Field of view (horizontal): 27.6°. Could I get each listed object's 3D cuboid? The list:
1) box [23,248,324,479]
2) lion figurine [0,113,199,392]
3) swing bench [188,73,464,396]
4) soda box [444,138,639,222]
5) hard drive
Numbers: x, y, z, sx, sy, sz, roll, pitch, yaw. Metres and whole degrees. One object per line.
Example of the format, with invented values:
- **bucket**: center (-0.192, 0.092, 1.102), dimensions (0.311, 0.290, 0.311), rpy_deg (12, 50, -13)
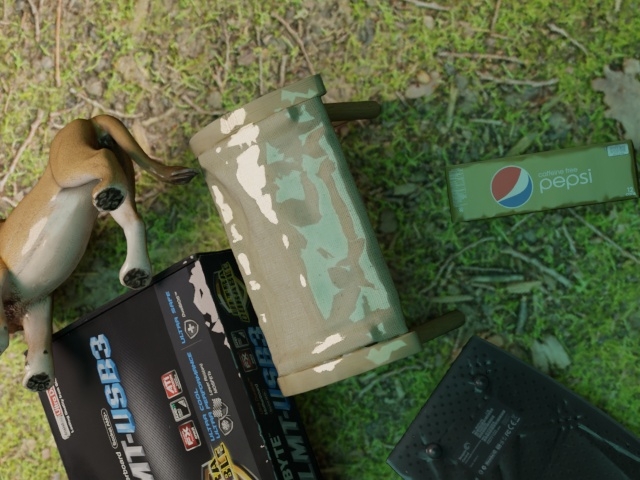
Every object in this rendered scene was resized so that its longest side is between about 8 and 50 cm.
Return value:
- **box**: center (-0.148, 0.195, 1.308), dimensions (0.293, 0.073, 0.296), rpy_deg (-27, 79, 37)
- **lion figurine**: center (-0.276, -0.013, 1.321), dimensions (0.392, 0.142, 0.240), rpy_deg (-40, 42, 19)
- **swing bench**: center (0.000, 0.000, 1.229), dimensions (0.165, 0.254, 0.253), rpy_deg (-21, 86, 15)
- **soda box**: center (0.216, -0.057, 1.269), dimensions (0.181, 0.061, 0.058), rpy_deg (-7, 90, 15)
- **hard drive**: center (0.208, 0.227, 1.253), dimensions (0.254, 0.054, 0.172), rpy_deg (34, 75, 9)
